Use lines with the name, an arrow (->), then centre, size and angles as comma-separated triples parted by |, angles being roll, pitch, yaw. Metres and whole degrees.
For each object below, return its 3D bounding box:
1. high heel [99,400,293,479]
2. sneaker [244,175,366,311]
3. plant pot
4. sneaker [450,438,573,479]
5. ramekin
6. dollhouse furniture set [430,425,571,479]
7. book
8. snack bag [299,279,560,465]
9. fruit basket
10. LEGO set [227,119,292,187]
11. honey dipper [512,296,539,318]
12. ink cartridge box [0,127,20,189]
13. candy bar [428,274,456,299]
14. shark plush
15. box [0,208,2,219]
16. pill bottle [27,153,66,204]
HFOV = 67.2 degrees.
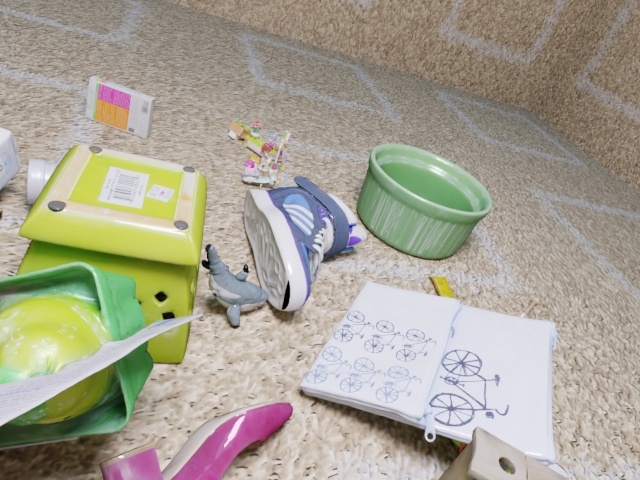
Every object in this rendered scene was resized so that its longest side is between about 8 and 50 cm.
high heel -> -0.111, 0.258, 0.530 | 0.244, 0.082, 0.117 | -1, 66, -52
sneaker -> 0.000, 0.000, 0.893 | 0.236, 0.130, 0.323 | 1, 32, -23
plant pot -> -0.271, 0.007, 0.656 | 0.227, 0.207, 0.228 | 11, 35, -17
sneaker -> 0.237, 0.300, 0.649 | 0.208, 0.081, 0.094 | 34, 41, 22
ramekin -> 0.235, -0.093, 1.150 | 0.303, 0.148, 0.303 | 16, 33, -10
dollhouse furniture set -> 0.186, 0.336, 0.517 | 0.129, 0.129, 0.183 | 28, 32, 9
book -> -0.455, -0.302, 1.097 | 0.144, 0.096, 0.035 | 21, 32, -3
snack bag -> 0.185, 0.174, 0.741 | 0.342, 0.037, 0.323 | 11, 27, 21
fruit basket -> -0.302, 0.131, 0.374 | 0.327, 0.165, 0.353 | -12, 8, 8
LEGO set -> -0.139, -0.243, 1.186 | 0.132, 0.107, 0.287 | 6, 36, -24
honey dipper -> 0.443, 0.152, 1.031 | 0.030, 0.030, 0.161 | 39, 33, 25
ink cartridge box -> -0.658, -0.058, 0.627 | 0.308, 0.091, 0.385 | 19, 48, -5
candy bar -> 0.257, 0.121, 0.973 | 0.040, 0.018, 0.161 | 10, 35, -12
shark plush -> -0.136, 0.055, 0.732 | 0.067, 0.161, 0.073 | -28, 35, -4
box -> -0.619, -0.062, 0.720 | 0.201, 0.021, 0.164 | 31, 34, 14
pill bottle -> -0.391, -0.092, 0.824 | 0.184, 0.103, 0.103 | 3, 37, -27
